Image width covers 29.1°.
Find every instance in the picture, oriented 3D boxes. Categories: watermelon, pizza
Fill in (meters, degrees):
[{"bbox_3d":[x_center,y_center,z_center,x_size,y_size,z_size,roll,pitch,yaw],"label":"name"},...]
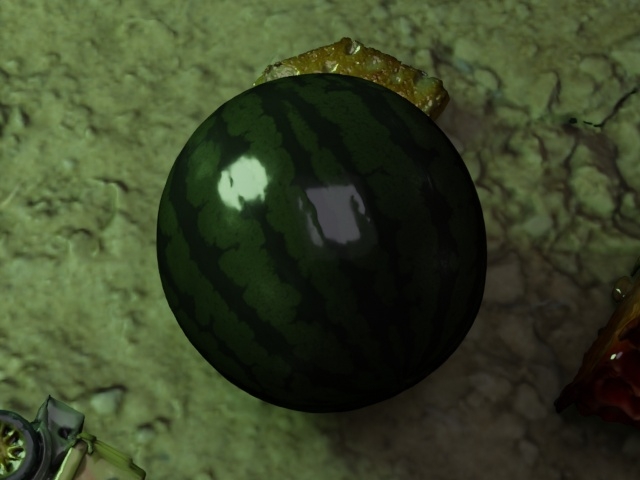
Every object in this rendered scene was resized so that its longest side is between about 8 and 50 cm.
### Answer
[{"bbox_3d":[0.000,0.000,0.770,0.212,0.212,0.212,1,66,-2],"label":"watermelon"},{"bbox_3d":[0.011,-0.093,0.903,0.160,0.036,0.099,-24,70,-13],"label":"pizza"}]

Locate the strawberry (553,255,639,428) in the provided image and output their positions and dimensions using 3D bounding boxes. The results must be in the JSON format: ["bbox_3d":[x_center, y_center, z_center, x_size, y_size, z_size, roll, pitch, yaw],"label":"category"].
[{"bbox_3d":[0.281,0.009,0.748,0.150,0.280,0.253,33,60,9],"label":"strawberry"}]

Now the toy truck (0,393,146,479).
[{"bbox_3d":[-0.181,0.234,0.709,0.157,0.124,0.272,26,64,-2],"label":"toy truck"}]
